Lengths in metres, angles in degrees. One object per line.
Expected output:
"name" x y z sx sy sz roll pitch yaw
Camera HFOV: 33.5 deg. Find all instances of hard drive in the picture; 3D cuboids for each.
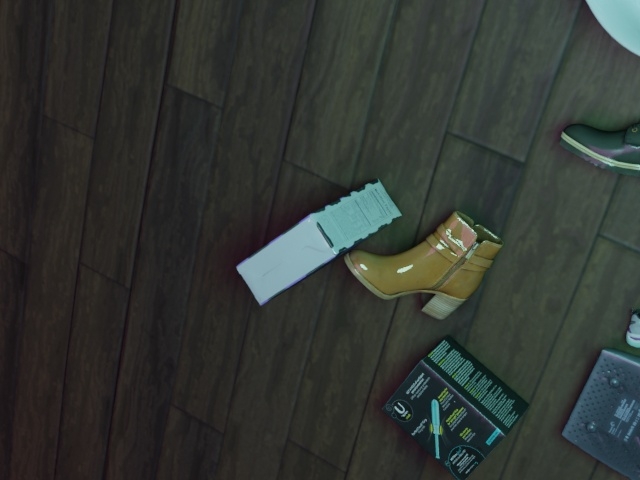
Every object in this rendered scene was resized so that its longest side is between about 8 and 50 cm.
"hard drive" 0.473 0.259 1.435 0.254 0.054 0.172 28 121 19

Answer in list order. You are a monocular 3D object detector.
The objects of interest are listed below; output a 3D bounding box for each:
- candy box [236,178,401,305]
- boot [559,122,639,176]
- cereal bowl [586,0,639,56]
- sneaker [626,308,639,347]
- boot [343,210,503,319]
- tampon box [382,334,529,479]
"candy box" 0.000 0.000 1.535 0.165 0.196 0.070 -34 88 36
"boot" 0.408 -0.147 1.312 0.197 0.077 0.137 18 114 10
"cereal bowl" 0.441 -0.350 1.130 0.339 0.141 0.339 14 108 50
"sneaker" 0.453 0.114 1.400 0.098 0.038 0.069 12 115 27
"boot" 0.146 0.018 1.497 0.197 0.073 0.152 23 120 -24
"tampon box" 0.199 0.246 1.570 0.161 0.101 0.120 42 124 12
